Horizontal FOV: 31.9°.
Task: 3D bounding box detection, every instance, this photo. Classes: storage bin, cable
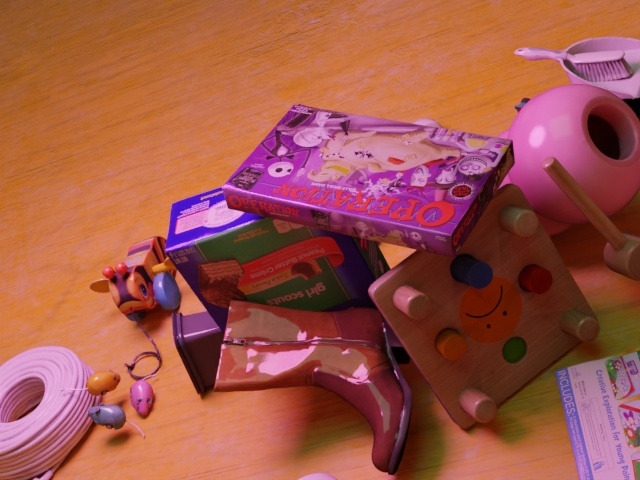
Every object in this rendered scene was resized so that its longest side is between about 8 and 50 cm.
[{"bbox_3d":[-0.178,0.170,1.830,0.091,0.135,0.098,-16,36,1],"label":"storage bin"},{"bbox_3d":[-0.504,0.296,1.929,0.257,0.089,0.257,14,55,44],"label":"cable"}]

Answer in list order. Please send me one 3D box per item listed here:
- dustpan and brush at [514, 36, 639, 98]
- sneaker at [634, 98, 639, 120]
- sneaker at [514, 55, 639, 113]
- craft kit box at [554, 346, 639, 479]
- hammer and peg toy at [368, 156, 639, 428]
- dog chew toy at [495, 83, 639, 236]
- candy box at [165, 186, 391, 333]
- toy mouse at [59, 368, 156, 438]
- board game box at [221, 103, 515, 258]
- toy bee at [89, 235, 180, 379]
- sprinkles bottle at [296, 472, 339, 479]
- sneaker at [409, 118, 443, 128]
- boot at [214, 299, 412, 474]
[{"bbox_3d":[0.421,-0.290,1.819,0.211,0.060,0.147,2,43,29],"label":"dustpan and brush"},{"bbox_3d":[0.600,-0.303,1.850,0.126,0.127,0.321,9,53,39],"label":"sneaker"},{"bbox_3d":[0.420,-0.212,1.876,0.178,0.123,0.295,13,55,32],"label":"sneaker"},{"bbox_3d":[0.436,0.231,1.392,0.247,0.061,0.250,-21,37,17],"label":"craft kit box"},{"bbox_3d":[0.266,0.054,1.544,0.361,0.266,0.127,-37,18,-8],"label":"hammer and peg toy"},{"bbox_3d":[0.335,-0.097,1.690,0.206,0.207,0.332,-57,10,-31],"label":"dog chew toy"},{"bbox_3d":[-0.045,0.051,1.710,0.268,0.317,0.122,-17,40,17],"label":"candy box"},{"bbox_3d":[-0.325,0.265,1.849,0.161,0.031,0.143,-16,52,-34],"label":"toy mouse"},{"bbox_3d":[0.064,-0.089,1.522,0.347,0.056,0.208,12,50,28],"label":"board game box"},{"bbox_3d":[-0.317,0.074,2.005,0.195,0.162,0.298,-29,36,-2],"label":"toy bee"},{"bbox_3d":[0.074,0.420,1.359,0.121,0.121,0.355,-41,38,-14],"label":"sprinkles bottle"},{"bbox_3d":[0.122,-0.165,2.070,0.212,0.080,0.094,-24,24,-3],"label":"sneaker"},{"bbox_3d":[-0.011,0.201,1.586,0.281,0.096,0.264,2,61,1],"label":"boot"}]
